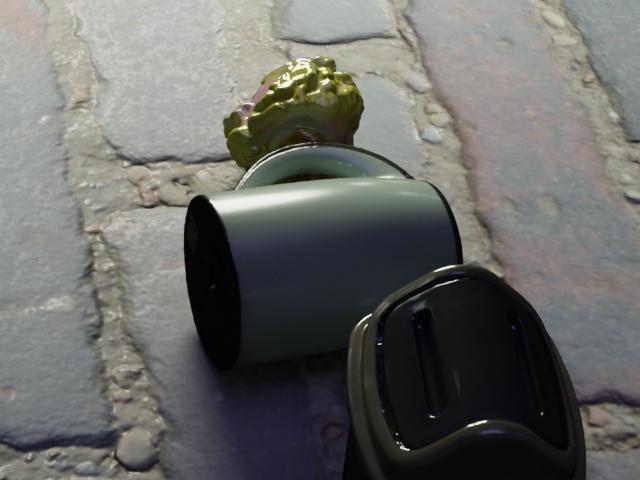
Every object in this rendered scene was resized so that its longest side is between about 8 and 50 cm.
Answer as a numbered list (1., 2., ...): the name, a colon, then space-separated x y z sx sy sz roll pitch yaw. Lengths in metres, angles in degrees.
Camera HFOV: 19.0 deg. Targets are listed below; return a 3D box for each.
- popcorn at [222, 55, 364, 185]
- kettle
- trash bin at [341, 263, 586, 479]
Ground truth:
1. popcorn: -0.024 -0.115 1.920 0.145 0.126 0.126 -27 76 -13
2. kettle: 0.000 0.000 1.781 0.236 0.161 0.221 -9 53 -19
3. trash bin: 0.103 0.180 1.536 0.182 0.290 0.209 0 45 -10
